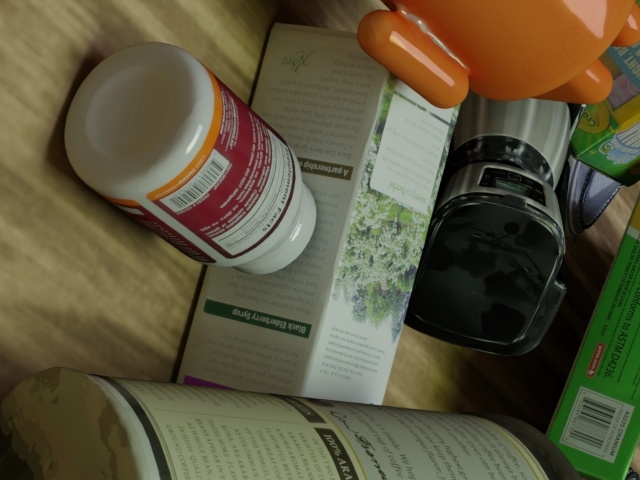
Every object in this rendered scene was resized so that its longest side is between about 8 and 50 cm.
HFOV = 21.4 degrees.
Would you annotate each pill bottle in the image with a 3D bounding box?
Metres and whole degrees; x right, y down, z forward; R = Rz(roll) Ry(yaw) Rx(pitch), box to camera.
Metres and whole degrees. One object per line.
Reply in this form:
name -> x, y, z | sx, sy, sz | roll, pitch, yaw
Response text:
pill bottle -> -0.063, -0.037, 0.911 | 0.152, 0.086, 0.086 | 41, 66, -56

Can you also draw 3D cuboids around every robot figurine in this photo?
robot figurine -> 0.092, -0.166, 0.950 | 0.219, 0.158, 0.128 | 40, 23, -34

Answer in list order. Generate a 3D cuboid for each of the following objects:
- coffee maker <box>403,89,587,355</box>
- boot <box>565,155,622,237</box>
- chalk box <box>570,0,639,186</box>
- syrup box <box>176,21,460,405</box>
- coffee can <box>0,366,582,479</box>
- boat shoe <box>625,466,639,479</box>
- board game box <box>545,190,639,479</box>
coffee maker -> 0.115, -0.009, 1.131 | 0.178, 0.120, 0.171 | -74, 158, -50
boot -> 0.262, -0.081, 1.423 | 0.190, 0.086, 0.069 | -64, 147, -21
chalk box -> 0.226, -0.131, 1.260 | 0.132, 0.213, 0.132 | 13, 45, -60
syrup box -> 0.000, 0.000, 1.016 | 0.093, 0.096, 0.237 | 21, 83, -56
coffee can -> -0.022, 0.175, 0.857 | 0.275, 0.201, 0.202 | 10, 92, -35
boat shoe -> 0.230, 0.317, 1.510 | 0.302, 0.091, 0.114 | -54, 142, -33
board game box -> 0.248, 0.094, 1.375 | 0.316, 0.064, 0.242 | 61, 51, -74
